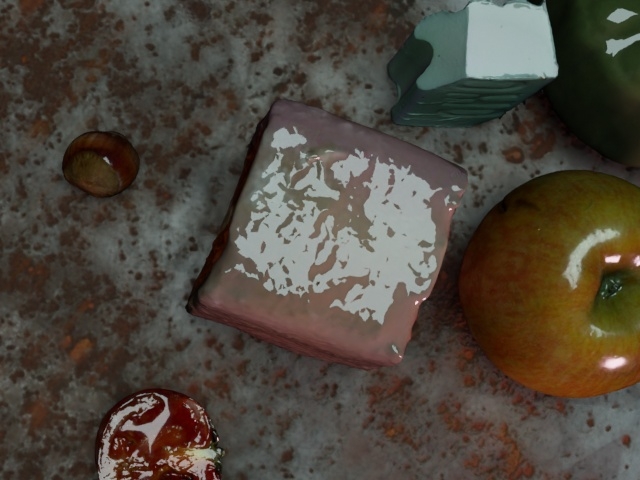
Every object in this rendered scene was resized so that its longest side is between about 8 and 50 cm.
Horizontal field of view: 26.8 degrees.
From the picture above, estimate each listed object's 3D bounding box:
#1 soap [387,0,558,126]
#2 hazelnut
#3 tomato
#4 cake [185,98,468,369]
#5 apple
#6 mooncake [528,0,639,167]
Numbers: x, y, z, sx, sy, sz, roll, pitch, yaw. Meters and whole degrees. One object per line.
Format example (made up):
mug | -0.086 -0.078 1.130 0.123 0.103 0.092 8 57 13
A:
soap | 0.171 -0.197 1.534 0.145 0.230 0.091 -2 82 -10
hazelnut | -0.247 -0.090 1.528 0.086 0.086 0.086 1 81 -10
tomato | -0.180 0.240 1.479 0.139 0.091 0.159 -10 90 -16
cake | 0.000 0.000 1.443 0.230 0.309 0.237 18 82 -4
apple | 0.293 0.048 1.515 0.265 0.264 0.264 1 81 -10
mooncake | 0.417 -0.261 1.591 0.351 0.187 0.351 4 74 -14
